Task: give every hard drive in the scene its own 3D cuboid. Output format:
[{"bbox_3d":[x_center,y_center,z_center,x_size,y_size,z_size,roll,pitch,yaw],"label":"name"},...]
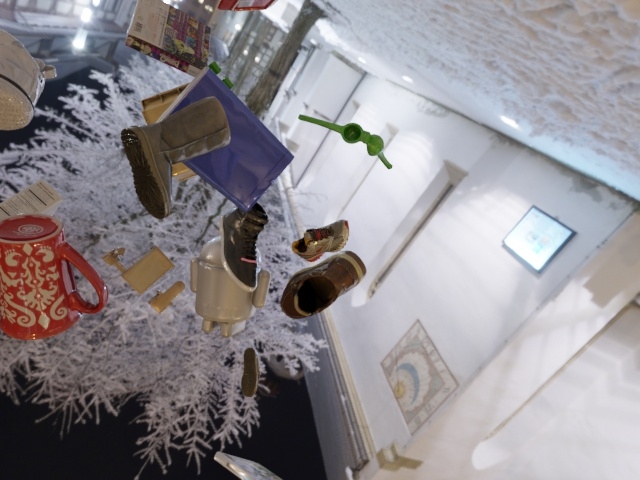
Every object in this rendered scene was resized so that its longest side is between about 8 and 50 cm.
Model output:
[{"bbox_3d":[-0.238,-0.241,1.034,0.319,0.210,0.040,41,179,-40],"label":"hard drive"}]

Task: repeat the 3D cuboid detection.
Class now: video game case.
[{"bbox_3d":[-0.175,0.695,1.185,0.207,0.026,0.227,11,153,36],"label":"video game case"},{"bbox_3d":[-0.420,-0.579,1.144,0.210,0.042,0.231,16,-130,-32],"label":"video game case"}]

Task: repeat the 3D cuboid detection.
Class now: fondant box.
[{"bbox_3d":[-1.036,-0.036,1.323,0.096,0.238,0.330,49,-135,-15],"label":"fondant box"}]

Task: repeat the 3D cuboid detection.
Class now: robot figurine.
[{"bbox_3d":[-0.303,0.134,1.339,0.300,0.353,0.200,8,-174,16],"label":"robot figurine"}]

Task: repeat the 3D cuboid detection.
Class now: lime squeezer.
[{"bbox_3d":[0.096,-0.266,1.054,0.311,0.058,0.110,22,-170,-25],"label":"lime squeezer"}]

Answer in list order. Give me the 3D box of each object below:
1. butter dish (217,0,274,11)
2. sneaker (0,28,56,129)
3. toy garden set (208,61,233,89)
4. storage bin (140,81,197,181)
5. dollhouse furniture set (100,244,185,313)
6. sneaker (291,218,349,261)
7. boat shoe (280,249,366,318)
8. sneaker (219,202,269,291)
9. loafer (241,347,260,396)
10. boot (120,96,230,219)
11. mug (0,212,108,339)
[{"bbox_3d":[-0.179,-0.656,1.017,0.160,0.118,0.160,-17,-163,-22],"label":"butter dish"},{"bbox_3d":[-0.787,-0.365,0.878,0.366,0.137,0.210,11,-132,-9],"label":"sneaker"},{"bbox_3d":[-0.459,-0.671,1.563,0.204,0.049,0.244,-3,135,50],"label":"toy garden set"},{"bbox_3d":[-0.402,-0.359,1.315,0.123,0.263,0.260,-113,3,-83],"label":"storage bin"},{"bbox_3d":[-0.749,0.126,1.727,0.303,0.174,0.356,53,156,-21],"label":"dollhouse furniture set"},{"bbox_3d":[0.000,0.000,1.249,0.093,0.225,0.088,24,-133,-37],"label":"sneaker"},{"bbox_3d":[-0.023,0.101,0.781,0.095,0.257,0.095,48,-132,3],"label":"boat shoe"},{"bbox_3d":[-0.213,-0.002,1.185,0.105,0.147,0.295,20,-140,-43],"label":"sneaker"},{"bbox_3d":[-0.212,0.412,1.269,0.056,0.147,0.050,-3,164,20],"label":"loafer"},{"bbox_3d":[-0.259,-0.162,0.778,0.076,0.189,0.208,14,-147,22],"label":"boot"},{"bbox_3d":[-0.425,0.050,0.635,0.150,0.169,0.113,-8,-146,-31],"label":"mug"}]
